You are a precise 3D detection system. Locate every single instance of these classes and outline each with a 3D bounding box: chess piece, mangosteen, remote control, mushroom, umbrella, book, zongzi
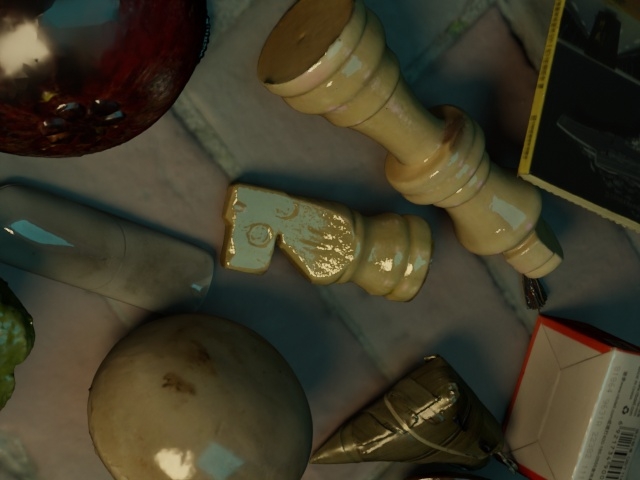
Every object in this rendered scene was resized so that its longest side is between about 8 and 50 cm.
[{"bbox_3d":[0.114,-0.084,1.208,0.397,0.117,0.117,37,84,-33],"label":"chess piece"},{"bbox_3d":[-0.209,-0.198,0.949,0.236,0.235,0.261,-5,67,-28],"label":"mangosteen"},{"bbox_3d":[-0.193,0.012,1.097,0.229,0.044,0.073,22,90,-32],"label":"remote control"},{"bbox_3d":[0.000,0.000,1.192,0.200,0.090,0.090,12,98,-20],"label":"chess piece"},{"bbox_3d":[-0.118,0.180,1.123,0.207,0.207,0.215,3,136,-30],"label":"mushroom"},{"bbox_3d":[0.231,0.046,1.363,0.031,0.020,0.083,-32,112,-19],"label":"umbrella"},{"bbox_3d":[0.339,-0.201,1.296,0.263,0.028,0.373,20,79,-31],"label":"book"},{"bbox_3d":[0.100,0.223,1.323,0.178,0.081,0.189,-34,135,7],"label":"zongzi"}]

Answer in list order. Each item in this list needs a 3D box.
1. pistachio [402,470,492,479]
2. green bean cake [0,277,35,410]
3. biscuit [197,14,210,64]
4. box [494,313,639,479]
[{"bbox_3d":[0.152,0.323,1.332,0.165,0.130,0.210,-36,112,10],"label":"pistachio"},{"bbox_3d":[-0.379,0.095,0.949,0.250,0.156,0.246,30,87,-32],"label":"green bean cake"},{"bbox_3d":[-0.138,-0.184,1.083,0.089,0.027,0.087,-23,113,-23],"label":"biscuit"},{"bbox_3d":[0.285,0.188,1.367,0.099,0.133,0.182,13,95,-31],"label":"box"}]
